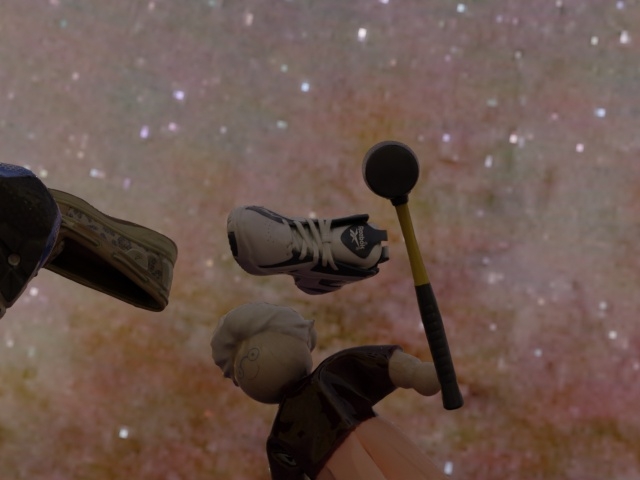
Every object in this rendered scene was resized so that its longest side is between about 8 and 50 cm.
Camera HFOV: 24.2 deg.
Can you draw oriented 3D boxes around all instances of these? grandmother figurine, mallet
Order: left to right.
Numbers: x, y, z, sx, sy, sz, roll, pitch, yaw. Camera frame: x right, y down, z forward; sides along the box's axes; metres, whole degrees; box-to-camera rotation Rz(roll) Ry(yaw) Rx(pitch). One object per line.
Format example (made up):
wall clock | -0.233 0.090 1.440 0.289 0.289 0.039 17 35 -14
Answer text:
grandmother figurine | 0.025 0.173 1.240 0.342 0.208 0.104 46 10 31
mallet | 0.067 0.023 1.003 0.039 0.189 0.062 -15 -3 2

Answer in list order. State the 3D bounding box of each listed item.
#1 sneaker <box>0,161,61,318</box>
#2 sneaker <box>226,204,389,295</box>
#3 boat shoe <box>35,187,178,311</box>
sneaker | -0.281 0.006 0.989 0.330 0.147 0.129 -18 -72 40
sneaker | 0.000 0.000 1.858 0.153 0.094 0.235 -17 -31 29
boat shoe | -0.309 0.009 1.869 0.285 0.089 0.104 18 -33 -25
